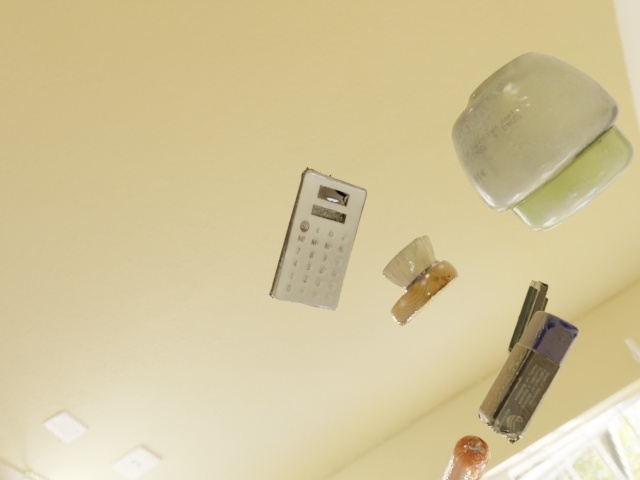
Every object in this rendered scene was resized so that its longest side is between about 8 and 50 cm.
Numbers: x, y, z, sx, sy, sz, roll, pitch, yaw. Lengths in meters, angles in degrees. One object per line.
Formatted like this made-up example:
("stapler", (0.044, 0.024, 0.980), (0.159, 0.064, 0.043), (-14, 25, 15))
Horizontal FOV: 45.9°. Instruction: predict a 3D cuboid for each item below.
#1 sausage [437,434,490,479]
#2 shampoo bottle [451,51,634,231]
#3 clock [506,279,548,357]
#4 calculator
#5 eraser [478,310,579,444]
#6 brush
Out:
("sausage", (0.349, 0.553, 1.829), (0.093, 0.093, 0.312), (59, -21, 33))
("shampoo bottle", (0.440, -0.202, 1.535), (0.317, 0.322, 0.322), (47, 2, 5))
("clock", (0.673, 0.264, 2.435), (0.049, 0.278, 0.273), (18, 4, 9))
("calculator", (0.000, 0.000, 1.475), (0.161, 0.261, 0.021), (15, -1, -34))
("eraser", (0.520, 0.340, 1.898), (0.102, 0.332, 0.155), (30, -2, 0))
("brush", (0.267, 0.127, 2.225), (0.166, 0.266, 0.174), (46, 32, 13))
